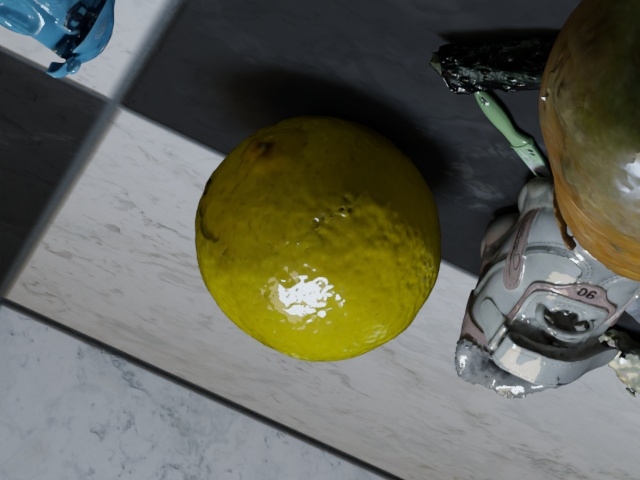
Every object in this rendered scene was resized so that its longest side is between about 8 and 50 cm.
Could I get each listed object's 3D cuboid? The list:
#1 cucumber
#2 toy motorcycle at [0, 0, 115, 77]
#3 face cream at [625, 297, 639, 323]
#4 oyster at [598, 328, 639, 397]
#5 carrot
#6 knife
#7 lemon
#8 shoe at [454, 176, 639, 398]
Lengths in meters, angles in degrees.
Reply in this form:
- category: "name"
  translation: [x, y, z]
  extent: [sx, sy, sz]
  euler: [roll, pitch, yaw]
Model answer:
- category: "cucumber"
  translation: [0.180, -0.162, 1.641]
  extent: [0.181, 0.053, 0.053]
  euler: [0, 152, 44]
- category: "toy motorcycle"
  translation: [-0.309, -0.262, 1.818]
  extent: [0.182, 0.124, 0.272]
  euler: [19, 166, 47]
- category: "face cream"
  translation: [0.553, 0.163, 2.080]
  extent: [0.420, 0.137, 0.235]
  euler: [36, 163, -4]
- category: "oyster"
  translation: [0.436, 0.174, 2.292]
  extent: [0.209, 0.072, 0.133]
  euler: [42, 169, 3]
- category: "carrot"
  translation: [0.289, -0.092, 1.439]
  extent: [0.224, 0.224, 0.341]
  euler: [18, 169, 13]
- category: "knife"
  translation: [0.202, -0.105, 1.832]
  extent: [0.030, 0.014, 0.207]
  euler: [9, 160, 32]
- category: "lemon"
  translation: [-0.001, -0.001, 1.959]
  extent: [0.293, 0.293, 0.293]
  euler: [20, 162, 7]
- category: "shoe"
  translation: [0.262, 0.065, 1.945]
  extent: [0.172, 0.198, 0.351]
  euler: [18, 164, -4]
